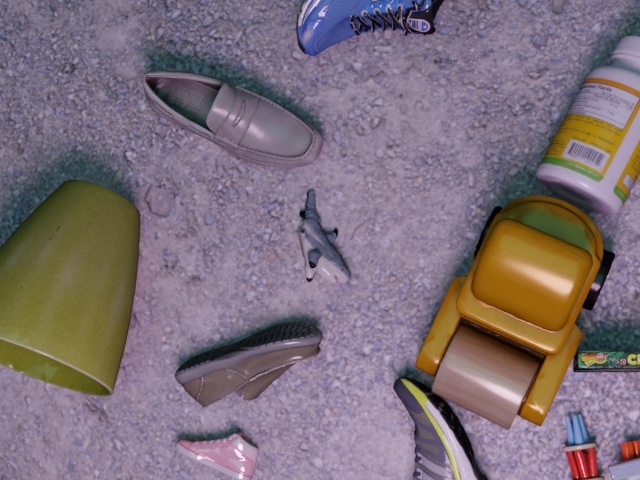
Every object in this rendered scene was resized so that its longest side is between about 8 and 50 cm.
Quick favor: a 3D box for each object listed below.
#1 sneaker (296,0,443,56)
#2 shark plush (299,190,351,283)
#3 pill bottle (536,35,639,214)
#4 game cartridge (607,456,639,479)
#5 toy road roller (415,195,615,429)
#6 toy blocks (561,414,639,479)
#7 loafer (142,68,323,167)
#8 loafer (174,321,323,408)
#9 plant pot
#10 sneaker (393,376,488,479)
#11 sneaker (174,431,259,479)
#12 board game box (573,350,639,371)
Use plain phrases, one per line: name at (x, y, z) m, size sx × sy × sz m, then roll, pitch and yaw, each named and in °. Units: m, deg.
sneaker at (0.112, -0.388, 1.522) m, size 0.330 × 0.130 × 0.147 m, roll -30°, pitch 74°, yaw 6°
shark plush at (0.000, 0.000, 1.536) m, size 0.067 × 0.073 × 0.161 m, roll -10°, pitch 57°, yaw -9°
pill bottle at (0.438, -0.174, 1.413) m, size 0.136 × 0.136 × 0.245 m, roll 28°, pitch 87°, yaw 15°
game cartridge at (0.445, 0.351, 1.330) m, size 0.056 × 0.017 × 0.083 m, roll -17°, pitch 76°, yaw 4°
toy road roller at (0.278, 0.094, 1.348) m, size 0.203 × 0.240 × 0.329 m, roll 24°, pitch 86°, yaw 15°
toy blocks at (0.419, 0.323, 1.377) m, size 0.123 × 0.054 × 0.148 m, roll -11°, pitch 78°, yaw 11°
loafer at (-0.150, -0.202, 1.554) m, size 0.320 × 0.111 × 0.112 m, roll 19°, pitch 85°, yaw 14°
loafer at (-0.105, 0.200, 1.500) m, size 0.251 × 0.094 × 0.087 m, roll -19°, pitch 102°, yaw 18°
plant pot at (-0.404, 0.061, 1.507) m, size 0.275 × 0.274 × 0.293 m, roll 14°, pitch 69°, yaw 14°
sneaker at (0.172, 0.345, 1.402) m, size 0.121 × 0.111 × 0.299 m, roll -28°, pitch 74°, yaw 10°
sneaker at (-0.160, 0.328, 1.502) m, size 0.134 × 0.051 × 0.070 m, roll 22°, pitch 84°, yaw 11°
board game box at (0.496, 0.172, 1.344) m, size 0.260 × 0.136 × 0.030 m, roll -2°, pitch 77°, yaw 11°
